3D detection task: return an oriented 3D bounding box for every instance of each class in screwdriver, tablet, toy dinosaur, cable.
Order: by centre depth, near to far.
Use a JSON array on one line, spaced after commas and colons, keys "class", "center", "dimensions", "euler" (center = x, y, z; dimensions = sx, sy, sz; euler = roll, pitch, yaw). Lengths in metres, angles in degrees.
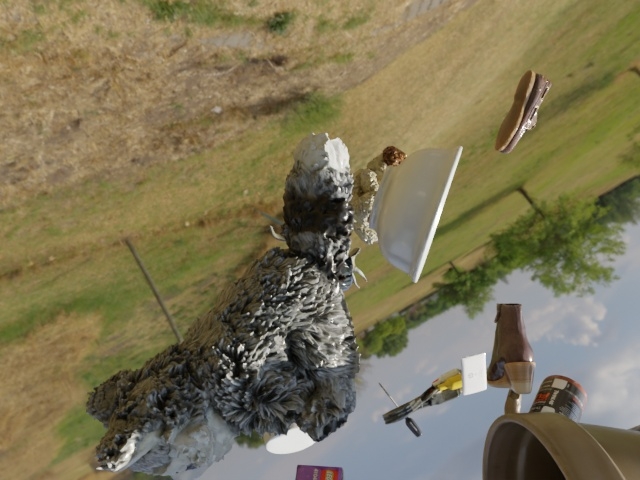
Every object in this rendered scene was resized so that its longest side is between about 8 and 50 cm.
[{"class": "tablet", "center": [0.308, 0.268, 1.044], "dimensions": [0.054, 0.083, 0.006], "euler": [-10, -165, -12]}, {"class": "cable", "center": [0.264, 0.396, 1.346], "dimensions": [0.287, 0.072, 0.139], "euler": [-10, 168, -24]}, {"class": "toy dinosaur", "center": [0.000, 0.000, 1.351], "dimensions": [0.313, 0.160, 0.121], "euler": [39, 73, -46]}, {"class": "screwdriver", "center": [0.208, 0.437, 1.357], "dimensions": [0.025, 0.170, 0.024], "euler": [-36, 173, 15]}]

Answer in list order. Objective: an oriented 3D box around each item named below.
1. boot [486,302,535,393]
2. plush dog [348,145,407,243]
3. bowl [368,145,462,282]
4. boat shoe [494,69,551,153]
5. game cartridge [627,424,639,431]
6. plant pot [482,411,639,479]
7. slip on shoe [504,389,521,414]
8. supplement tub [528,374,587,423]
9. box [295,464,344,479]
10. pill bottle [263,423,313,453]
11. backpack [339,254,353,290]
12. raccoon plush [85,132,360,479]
[{"class": "boot", "center": [0.461, 0.258, 1.283], "dimensions": [0.090, 0.207, 0.248], "euler": [-3, 171, 1]}, {"class": "plush dog", "center": [0.147, -0.145, 1.399], "dimensions": [0.225, 0.210, 0.262], "euler": [-42, 160, -7]}, {"class": "bowl", "center": [0.187, -0.072, 1.092], "dimensions": [0.298, 0.134, 0.298], "euler": [19, 90, -78]}, {"class": "boat shoe", "center": [0.494, -0.302, 1.259], "dimensions": [0.207, 0.073, 0.073], "euler": [-66, -165, 6]}, {"class": "game cartridge", "center": [0.722, 0.439, 1.106], "dimensions": [0.297, 0.062, 0.198], "euler": [-33, 126, 21]}, {"class": "plant pot", "center": [0.398, 0.369, 0.645], "dimensions": [0.280, 0.323, 0.323], "euler": [-4, 165, -4]}, {"class": "slip on shoe", "center": [0.647, 0.538, 1.743], "dimensions": [0.135, 0.051, 0.041], "euler": [-65, 145, -21]}, {"class": "supplement tub", "center": [0.534, 0.411, 1.198], "dimensions": [0.198, 0.106, 0.106], "euler": [-42, 176, -39]}, {"class": "box", "center": [0.004, 0.425, 0.584], "dimensions": [0.057, 0.293, 0.201], "euler": [-1, -143, 10]}, {"class": "pill bottle", "center": [-0.097, 0.381, 1.330], "dimensions": [0.162, 0.278, 0.162], "euler": [-10, 137, -10]}, {"class": "backpack", "center": [0.003, 0.059, 1.106], "dimensions": [0.120, 0.098, 0.101], "euler": [5, 177, -25]}, {"class": "raccoon plush", "center": [-0.131, 0.083, 0.664], "dimensions": [0.299, 0.446, 0.216], "euler": [2, 173, -25]}]
